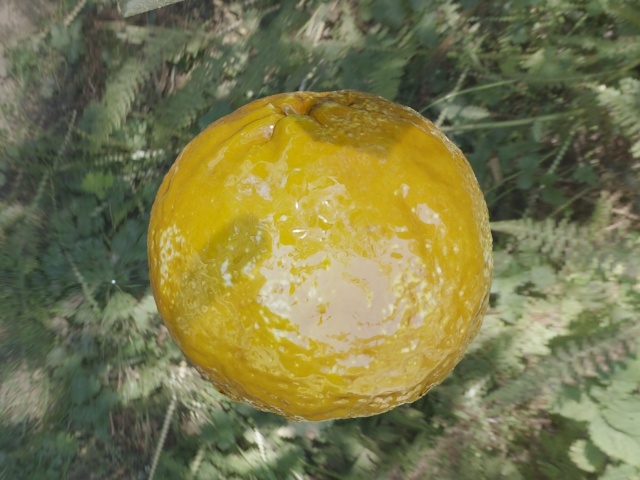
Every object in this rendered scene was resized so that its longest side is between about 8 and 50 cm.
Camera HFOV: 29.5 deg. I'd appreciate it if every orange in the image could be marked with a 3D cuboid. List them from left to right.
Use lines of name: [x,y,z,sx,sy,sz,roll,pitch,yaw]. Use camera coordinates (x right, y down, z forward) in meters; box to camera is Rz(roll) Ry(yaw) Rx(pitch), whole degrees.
orange: [0.000,0.000,1.166,0.340,0.341,0.293,-10,118,-10]

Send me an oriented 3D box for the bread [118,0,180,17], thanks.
bread: [-0.112,-0.255,1.097,0.152,0.105,0.077,-5,85,-6]
